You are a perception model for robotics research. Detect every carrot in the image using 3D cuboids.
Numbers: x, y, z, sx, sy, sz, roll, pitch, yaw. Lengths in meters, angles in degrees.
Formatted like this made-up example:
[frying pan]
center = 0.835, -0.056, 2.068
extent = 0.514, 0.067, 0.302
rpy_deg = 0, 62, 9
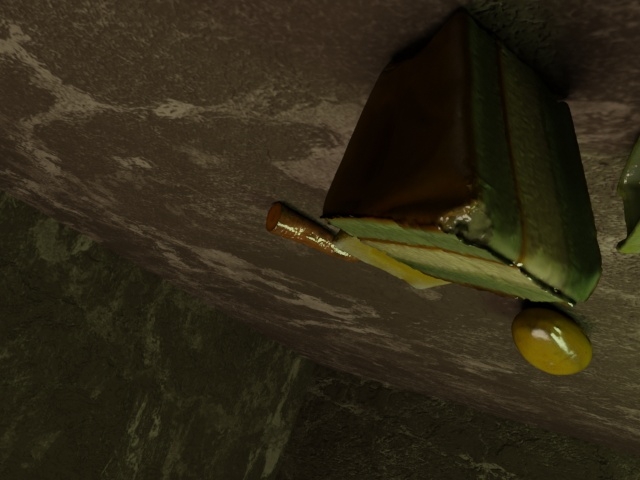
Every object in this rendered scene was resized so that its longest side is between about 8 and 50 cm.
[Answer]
[carrot]
center = 0.000, 0.000, 1.038
extent = 0.224, 0.057, 0.057
rpy_deg = 26, 161, -27

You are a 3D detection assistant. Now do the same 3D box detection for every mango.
[mango]
center = 0.433, 0.184, 1.020
extent = 0.137, 0.098, 0.195
rpy_deg = 9, 151, 39

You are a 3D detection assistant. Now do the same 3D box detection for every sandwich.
[sandwich]
center = 0.132, -0.072, 0.448
extent = 0.155, 0.198, 0.227
rpy_deg = 27, 174, -23

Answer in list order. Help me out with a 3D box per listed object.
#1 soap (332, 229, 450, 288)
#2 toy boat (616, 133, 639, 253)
[soap]
center = 0.162, -0.019, 0.749
extent = 0.199, 0.091, 0.315
rpy_deg = 28, 160, -17
[toy boat]
center = 0.286, -0.079, 0.406
extent = 0.084, 0.111, 0.276
rpy_deg = 7, 154, 23
